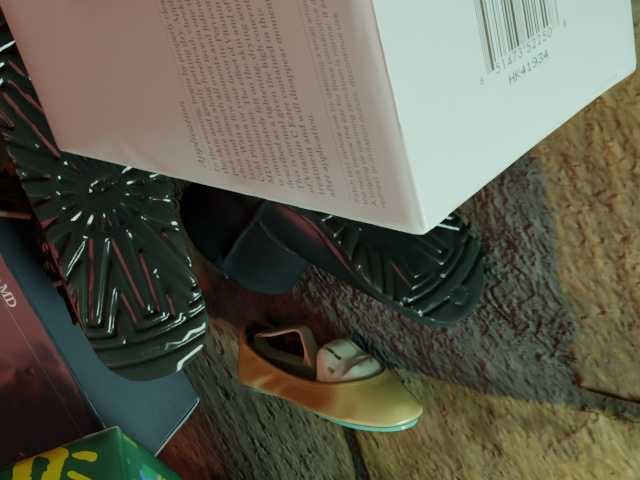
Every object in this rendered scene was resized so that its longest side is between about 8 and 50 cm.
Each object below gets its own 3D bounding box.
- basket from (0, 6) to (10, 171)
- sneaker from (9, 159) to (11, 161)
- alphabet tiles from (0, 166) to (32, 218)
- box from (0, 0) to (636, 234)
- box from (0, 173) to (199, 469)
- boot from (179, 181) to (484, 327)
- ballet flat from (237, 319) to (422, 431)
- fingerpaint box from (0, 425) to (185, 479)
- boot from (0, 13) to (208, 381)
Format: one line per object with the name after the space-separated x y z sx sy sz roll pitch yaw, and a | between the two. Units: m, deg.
-0.349 -0.196 1.039 0.201 0.289 0.255 8 133 6 | basket
-0.257 -0.087 1.167 0.234 0.084 0.097 -1 121 51 | sneaker
-0.414 -0.077 1.138 0.237 0.198 0.009 43 122 56 | alphabet tiles
-0.017 -0.152 0.699 0.345 0.215 0.168 15 131 44 | box
-0.370 0.126 1.304 0.312 0.179 0.343 -19 106 27 | box
0.000 0.000 0.929 0.246 0.094 0.207 37 156 0 | boot
-0.003 0.120 1.052 0.232 0.080 0.073 7 110 46 | ballet flat
-0.156 0.449 1.168 0.445 0.163 0.371 61 -171 -57 | fingerpaint box
-0.202 -0.051 1.004 0.260 0.131 0.348 -155 54 -75 | boot
